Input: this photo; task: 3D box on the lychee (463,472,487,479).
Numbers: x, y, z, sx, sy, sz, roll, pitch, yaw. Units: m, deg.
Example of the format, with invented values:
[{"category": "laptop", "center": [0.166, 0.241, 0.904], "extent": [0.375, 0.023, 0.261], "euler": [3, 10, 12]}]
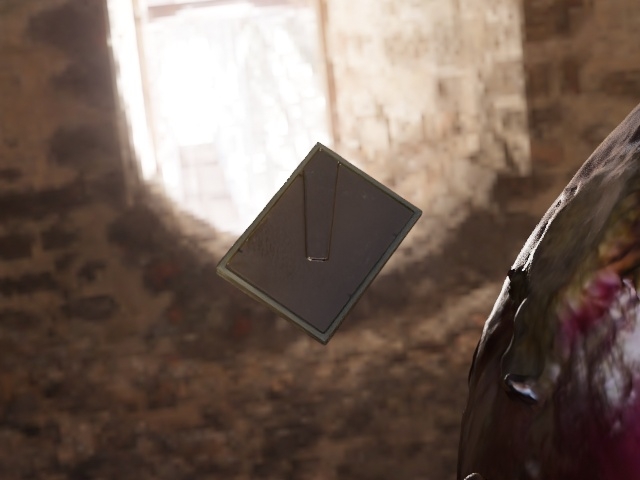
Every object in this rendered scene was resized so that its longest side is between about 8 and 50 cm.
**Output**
[{"category": "lychee", "center": [0.042, 0.150, 0.396], "extent": [0.188, 0.188, 0.188], "euler": [-6, -171, 1]}]

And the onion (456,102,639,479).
[{"category": "onion", "center": [0.247, 0.088, 0.631], "extent": [0.385, 0.347, 0.348], "euler": [31, 180, -15]}]

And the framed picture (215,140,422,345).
[{"category": "framed picture", "center": [0.000, 0.000, 0.792], "extent": [0.066, 0.089, 0.006], "euler": [33, 155, 8]}]
